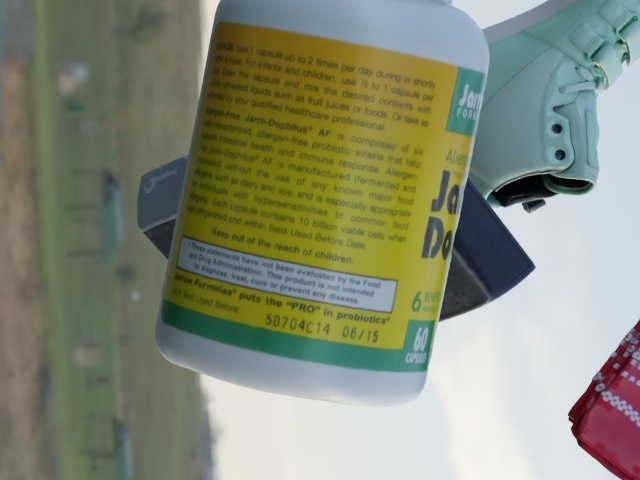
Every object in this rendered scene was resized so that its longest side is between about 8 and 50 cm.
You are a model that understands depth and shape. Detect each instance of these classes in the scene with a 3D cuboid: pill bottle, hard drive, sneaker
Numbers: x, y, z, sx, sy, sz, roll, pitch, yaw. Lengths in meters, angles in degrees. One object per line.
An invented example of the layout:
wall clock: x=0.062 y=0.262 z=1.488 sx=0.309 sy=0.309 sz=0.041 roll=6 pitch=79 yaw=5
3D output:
pill bottle: x=0.006 y=-0.044 z=0.780 sx=0.117 sy=0.117 sz=0.208 roll=-150 pitch=-109 yaw=-82
hard drive: x=0.000 y=0.000 z=1.273 sx=0.172 sy=0.254 sz=0.054 roll=51 pitch=49 yaw=-28
sneaker: x=0.212 y=-0.115 z=1.407 sx=0.151 sy=0.256 sz=0.094 roll=69 pitch=11 yaw=23

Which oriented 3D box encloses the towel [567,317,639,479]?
towel: x=0.298 y=0.063 z=1.086 sx=0.275 sy=0.199 sz=0.031 roll=-52 pitch=173 yaw=-5
